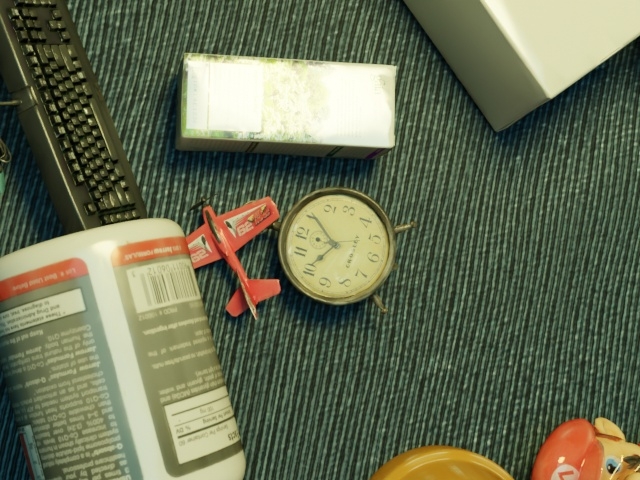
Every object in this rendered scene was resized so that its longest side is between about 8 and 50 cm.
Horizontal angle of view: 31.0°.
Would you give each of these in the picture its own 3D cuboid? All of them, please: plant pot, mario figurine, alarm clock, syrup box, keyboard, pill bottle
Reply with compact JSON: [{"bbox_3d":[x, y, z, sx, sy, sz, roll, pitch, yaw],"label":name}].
[{"bbox_3d":[0.148,0.324,1.210,0.205,0.188,0.205,1,83,-11],"label":"plant pot"},{"bbox_3d":[0.383,0.286,1.264,0.320,0.170,0.198,15,46,-16],"label":"mario figurine"},{"bbox_3d":[0.000,0.000,1.282,0.192,0.064,0.129,20,89,-2],"label":"alarm clock"},{"bbox_3d":[-0.039,-0.146,1.277,0.236,0.096,0.093,2,85,-11],"label":"syrup box"},{"bbox_3d":[-0.296,-0.149,1.203,0.201,0.033,0.317,-19,86,-54],"label":"keyboard"},{"bbox_3d":[-0.195,0.176,1.152,0.210,0.210,0.363,-14,86,-12],"label":"pill bottle"}]

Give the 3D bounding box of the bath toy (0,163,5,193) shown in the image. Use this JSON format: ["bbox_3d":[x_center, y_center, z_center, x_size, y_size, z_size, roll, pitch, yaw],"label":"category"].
[{"bbox_3d":[-0.506,-0.056,1.165,0.348,0.129,0.151,-26,55,-13],"label":"bath toy"}]

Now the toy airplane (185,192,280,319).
[{"bbox_3d":[-0.096,0.017,1.265,0.151,0.028,0.151,0,88,17],"label":"toy airplane"}]

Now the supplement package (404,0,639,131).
[{"bbox_3d":[0.207,-0.301,1.300,0.177,0.175,0.293,-35,90,-14],"label":"supplement package"}]
